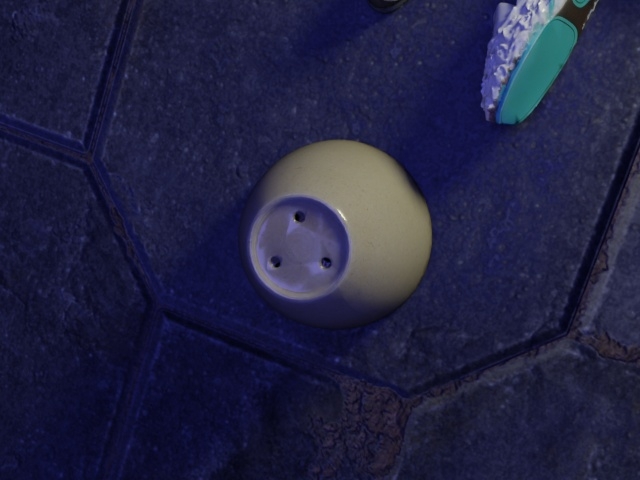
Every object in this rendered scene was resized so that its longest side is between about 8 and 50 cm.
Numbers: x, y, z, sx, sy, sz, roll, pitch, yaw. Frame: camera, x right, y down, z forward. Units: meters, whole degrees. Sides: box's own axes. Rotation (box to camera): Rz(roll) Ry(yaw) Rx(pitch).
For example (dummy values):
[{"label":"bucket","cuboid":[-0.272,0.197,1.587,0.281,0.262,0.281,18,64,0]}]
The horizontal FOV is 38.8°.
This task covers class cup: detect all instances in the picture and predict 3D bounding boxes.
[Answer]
[{"label":"cup","cuboid":[0.000,0.000,1.471,0.331,0.237,0.330,1,95,15]}]

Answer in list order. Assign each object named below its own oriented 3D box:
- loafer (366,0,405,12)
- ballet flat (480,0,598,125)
[{"label":"loafer","cuboid":[0.166,-0.469,1.456,0.094,0.087,0.251,46,105,7]},{"label":"ballet flat","cuboid":[0.353,-0.371,1.410,0.147,0.147,0.408,34,100,10]}]
